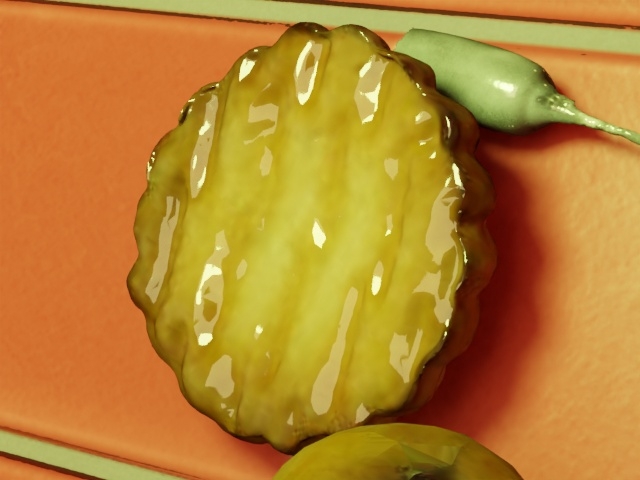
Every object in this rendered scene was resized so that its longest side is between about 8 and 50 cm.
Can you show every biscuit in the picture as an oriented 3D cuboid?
[{"bbox_3d":[0.000,0.000,1.486,0.326,0.107,0.325,-6,80,39],"label":"biscuit"}]

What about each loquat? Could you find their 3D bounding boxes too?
[{"bbox_3d":[0.053,0.237,1.316,0.235,0.235,0.235,-10,71,30],"label":"loquat"}]

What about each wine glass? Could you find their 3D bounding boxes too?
[{"bbox_3d":[0.158,-0.102,1.450,0.262,0.074,0.074,23,89,36],"label":"wine glass"}]
